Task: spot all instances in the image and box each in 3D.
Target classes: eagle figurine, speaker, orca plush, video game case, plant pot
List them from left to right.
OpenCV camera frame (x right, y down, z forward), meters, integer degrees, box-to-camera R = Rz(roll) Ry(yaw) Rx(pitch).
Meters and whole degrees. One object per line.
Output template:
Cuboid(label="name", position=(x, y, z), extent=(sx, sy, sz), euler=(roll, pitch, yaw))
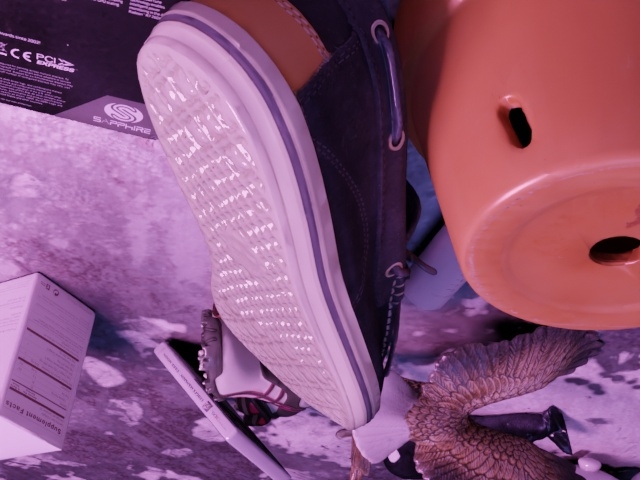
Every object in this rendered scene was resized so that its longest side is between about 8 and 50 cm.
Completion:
Cuboid(label="video game case", position=(-0.125, 0.228, 1.115), extent=(0.022, 0.173, 0.190), euler=(-43, 144, -9))
Cuboid(label="speaker", position=(0.132, 0.017, 0.860), extent=(0.055, 0.055, 0.136), euler=(13, 145, -13))
Cuboid(label="orca plush", position=(0.220, 0.324, 1.252), extent=(0.287, 0.102, 0.151), euler=(-7, 144, 17))
Cuboid(label="eagle figurine", position=(0.182, 0.208, 1.027), extent=(0.298, 0.225, 0.226), euler=(6, 137, 17))
Cuboid(label="plant pot", position=(0.193, -0.071, 0.597), extent=(0.291, 0.203, 0.291), euler=(4, 146, 2))

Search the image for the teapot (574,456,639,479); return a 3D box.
Cuboid(label="teapot", position=(0.403, 0.426, 1.317), extent=(0.252, 0.187, 0.256), euler=(12, -177, 24))

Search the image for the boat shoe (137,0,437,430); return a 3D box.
Cuboid(label="boat shoe", position=(0.000, 0.000, 0.686), extent=(0.187, 0.156, 0.500), euler=(34, 154, 29))

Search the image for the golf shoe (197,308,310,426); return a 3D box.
Cuboid(label="golf shoe", position=(-0.069, 0.146, 1.039), extent=(0.120, 0.105, 0.273), euler=(-10, 155, 9))

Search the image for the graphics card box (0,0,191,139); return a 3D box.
Cuboid(label="graphics card box", position=(-0.173, -0.228, 0.508), extent=(0.233, 0.094, 0.371), euler=(12, 144, -11))

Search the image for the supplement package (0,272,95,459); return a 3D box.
Cuboid(label="supplement package", position=(-0.349, 0.146, 0.992), extent=(0.105, 0.179, 0.105), euler=(-14, 141, 25))

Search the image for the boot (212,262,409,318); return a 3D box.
Cuboid(label="boot", position=(-0.013, 0.050, 0.902), extent=(0.219, 0.082, 0.106), euler=(-29, 131, 36))
